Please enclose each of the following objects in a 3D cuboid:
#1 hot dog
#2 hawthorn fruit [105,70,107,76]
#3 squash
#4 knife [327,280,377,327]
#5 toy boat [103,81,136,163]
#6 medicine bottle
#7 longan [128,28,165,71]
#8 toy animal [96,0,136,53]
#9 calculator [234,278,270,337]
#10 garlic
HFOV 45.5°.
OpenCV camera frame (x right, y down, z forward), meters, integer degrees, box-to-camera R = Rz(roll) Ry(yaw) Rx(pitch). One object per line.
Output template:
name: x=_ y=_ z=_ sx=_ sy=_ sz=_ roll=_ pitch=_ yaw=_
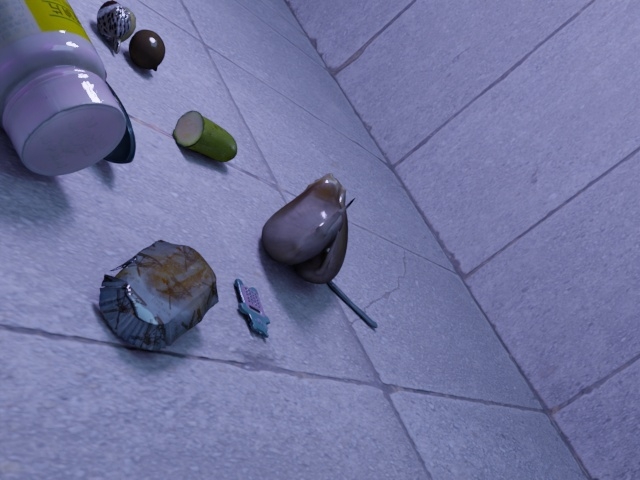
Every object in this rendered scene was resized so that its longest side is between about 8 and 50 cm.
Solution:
hot dog: x=-0.270 y=0.091 z=1.298 sx=0.162 sy=0.082 sz=0.270 roll=44 pitch=25 yaw=-1
hawthorn fruit: x=-0.495 y=-0.349 z=1.622 sx=0.077 sy=0.077 sz=0.077 roll=44 pitch=20 yaw=-20
squash: x=-0.276 y=-0.251 z=1.915 sx=0.095 sy=0.095 sz=0.188 roll=60 pitch=17 yaw=25
knife: x=0.080 y=0.167 z=2.050 sx=0.210 sy=0.015 sz=0.028 roll=44 pitch=27 yaw=-17
toy boat: x=-0.459 y=-0.267 z=1.477 sx=0.296 sy=0.114 sz=0.122 roll=51 pitch=12 yaw=3
medicine bottle: x=-0.501 y=-0.312 z=1.315 sx=0.378 sy=0.213 sz=0.213 roll=58 pitch=20 yaw=18
longan: x=-0.444 y=-0.486 z=1.962 sx=0.113 sy=0.092 sz=0.113 roll=160 pitch=-90 yaw=-81
toy animal: x=-0.516 y=-0.536 z=1.899 sx=0.098 sy=0.098 sz=0.137 roll=37 pitch=45 yaw=-35
calculator: x=-0.141 y=0.141 z=1.587 sx=0.094 sy=0.019 sz=0.141 roll=36 pitch=23 yaw=-44
garlic: x=0.000 y=0.000 z=1.847 sx=0.231 sy=0.246 sz=0.340 roll=57 pitch=1 yaw=-17
